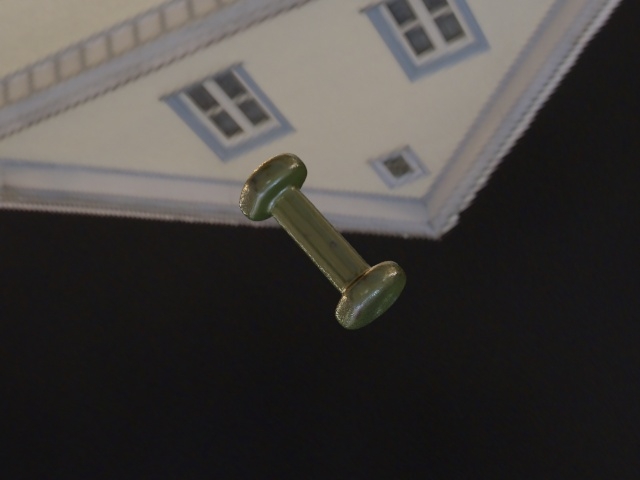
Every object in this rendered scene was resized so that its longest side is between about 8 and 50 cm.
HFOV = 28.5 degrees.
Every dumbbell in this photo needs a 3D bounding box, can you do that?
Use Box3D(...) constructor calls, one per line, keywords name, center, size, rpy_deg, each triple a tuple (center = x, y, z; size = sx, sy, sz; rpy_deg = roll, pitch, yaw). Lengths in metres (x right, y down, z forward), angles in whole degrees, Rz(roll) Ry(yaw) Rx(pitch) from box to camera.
Box3D(name="dumbbell", center=(0.000, 0.000, 0.780), size=(0.046, 0.052, 0.118), rpy_deg=(-28, -113, -38))
